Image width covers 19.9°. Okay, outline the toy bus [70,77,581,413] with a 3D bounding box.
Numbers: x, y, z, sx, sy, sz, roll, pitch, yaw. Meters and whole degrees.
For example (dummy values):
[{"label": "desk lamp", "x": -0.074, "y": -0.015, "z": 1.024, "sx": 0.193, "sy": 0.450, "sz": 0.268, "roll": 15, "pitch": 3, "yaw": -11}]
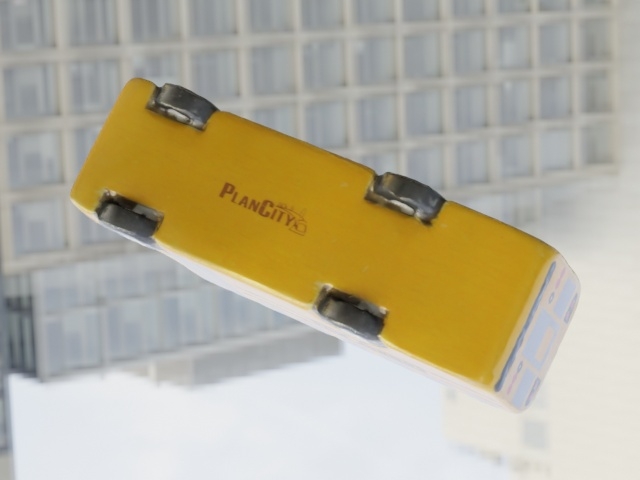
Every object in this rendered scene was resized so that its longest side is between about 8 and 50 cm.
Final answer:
[{"label": "toy bus", "x": 0.000, "y": 0.000, "z": 1.239, "sx": 0.332, "sy": 0.108, "sz": 0.130, "roll": 23, "pitch": 174, "yaw": 24}]
